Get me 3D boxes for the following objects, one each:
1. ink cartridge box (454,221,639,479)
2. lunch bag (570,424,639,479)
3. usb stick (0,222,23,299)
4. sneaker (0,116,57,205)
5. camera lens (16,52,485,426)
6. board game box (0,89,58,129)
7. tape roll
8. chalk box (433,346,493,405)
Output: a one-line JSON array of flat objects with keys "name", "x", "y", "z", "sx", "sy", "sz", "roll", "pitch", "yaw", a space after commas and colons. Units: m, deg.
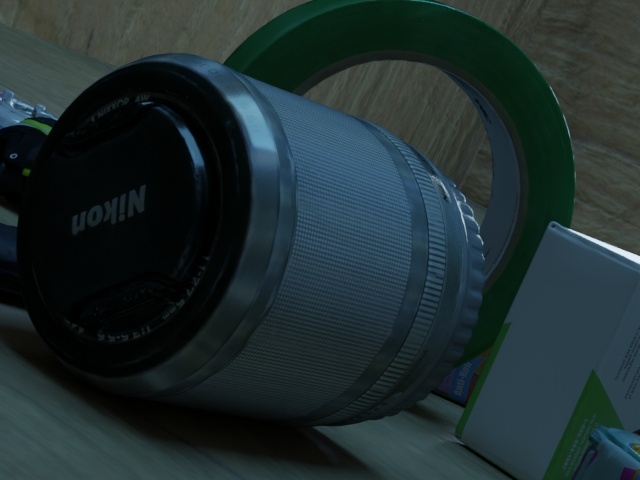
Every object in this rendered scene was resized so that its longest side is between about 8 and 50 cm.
[{"name": "ink cartridge box", "x": 0.270, "y": 0.121, "z": 1.663, "sx": 0.273, "sy": 0.198, "sz": 0.115, "roll": 19, "pitch": 7, "yaw": -44}, {"name": "lunch bag", "x": 0.283, "y": 0.223, "z": 1.284, "sx": 0.224, "sy": 0.108, "sz": 0.279, "roll": 22, "pitch": 7, "yaw": -17}, {"name": "usb stick", "x": -0.174, "y": 0.030, "z": 1.448, "sx": 0.278, "sy": 0.045, "sz": 0.077, "roll": 19, "pitch": 7, "yaw": -41}, {"name": "sneaker", "x": -0.241, "y": -0.042, "z": 1.769, "sx": 0.097, "sy": 0.084, "sz": 0.235, "roll": -11, "pitch": 26, "yaw": -35}, {"name": "camera lens", "x": -0.047, "y": 0.008, "z": 1.318, "sx": 0.219, "sy": 0.219, "sz": 0.274, "roll": 30, "pitch": 8, "yaw": 39}, {"name": "board game box", "x": -0.328, "y": -0.143, "z": 2.275, "sx": 0.390, "sy": 0.050, "sz": 0.390, "roll": 25, "pitch": 7, "yaw": 4}, {"name": "tape roll", "x": 0.048, "y": -0.044, "z": 1.634, "sx": 0.321, "sy": 0.321, "sz": 0.077, "roll": 23, "pitch": 6, "yaw": -16}, {"name": "chalk box", "x": 0.121, "y": 0.070, "z": 1.842, "sx": 0.132, "sy": 0.132, "sz": 0.213, "roll": 24, "pitch": 7, "yaw": -1}]
